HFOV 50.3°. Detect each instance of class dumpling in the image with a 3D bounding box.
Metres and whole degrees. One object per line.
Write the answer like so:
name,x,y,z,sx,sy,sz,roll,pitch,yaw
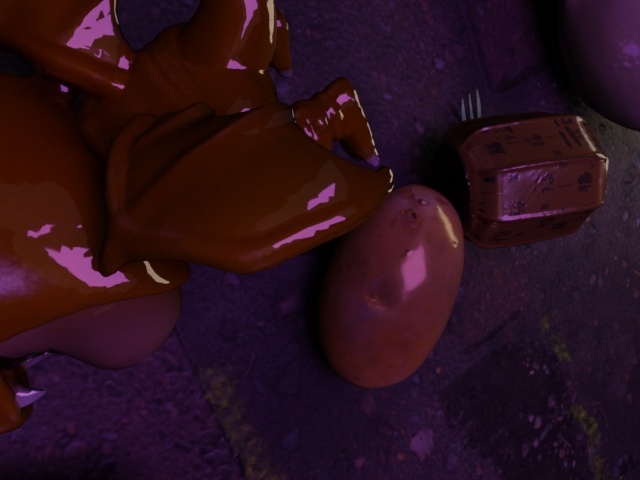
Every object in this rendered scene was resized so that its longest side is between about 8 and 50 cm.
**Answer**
dumpling,0.454,-0.317,0.960,0.395,0.233,0.315,42,39,-12

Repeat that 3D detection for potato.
potato,0.078,0.051,0.756,0.150,0.146,0.233,18,85,-2

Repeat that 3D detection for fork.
fork,0.231,-0.086,0.907,0.039,0.021,0.235,-34,111,-22

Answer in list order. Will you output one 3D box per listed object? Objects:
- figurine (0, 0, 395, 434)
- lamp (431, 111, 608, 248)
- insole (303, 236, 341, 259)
figurine,-0.179,-0.078,0.527,0.387,0.268,0.401,-32,76,-10
lamp,0.235,-0.075,0.817,0.185,0.161,0.161,-7,97,-14
insole,0.000,0.000,0.777,0.153,0.002,0.053,-1,93,-32
